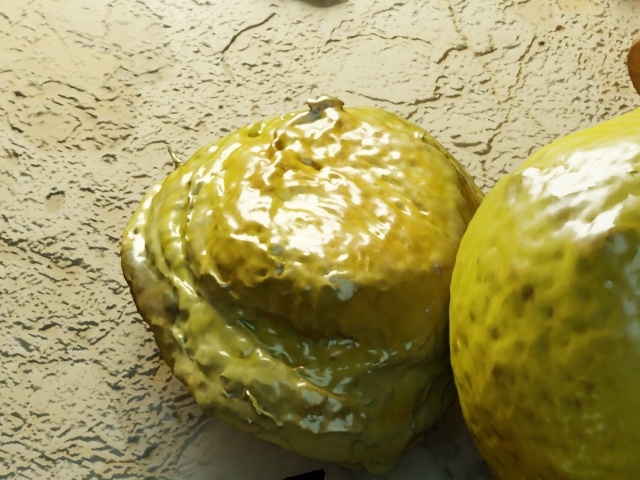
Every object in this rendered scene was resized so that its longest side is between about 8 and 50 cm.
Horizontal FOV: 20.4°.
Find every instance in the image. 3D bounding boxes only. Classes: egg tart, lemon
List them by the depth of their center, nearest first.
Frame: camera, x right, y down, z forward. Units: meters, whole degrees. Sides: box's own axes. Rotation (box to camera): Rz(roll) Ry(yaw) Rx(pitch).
[{"bbox_3d":[0.267,0.081,1.289,0.349,0.350,0.387,-6,92,-3],"label":"lemon"},{"bbox_3d":[0.000,0.000,1.436,0.339,0.153,0.351,35,53,24],"label":"egg tart"}]

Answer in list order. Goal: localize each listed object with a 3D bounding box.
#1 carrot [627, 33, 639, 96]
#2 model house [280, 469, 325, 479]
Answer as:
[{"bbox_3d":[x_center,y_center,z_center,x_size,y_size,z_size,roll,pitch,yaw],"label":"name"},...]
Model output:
[{"bbox_3d":[0.404,-0.211,1.531,0.196,0.196,0.254,30,69,10],"label":"carrot"},{"bbox_3d":[0.075,0.262,1.294,0.297,0.282,0.317,-36,74,-13],"label":"model house"}]
